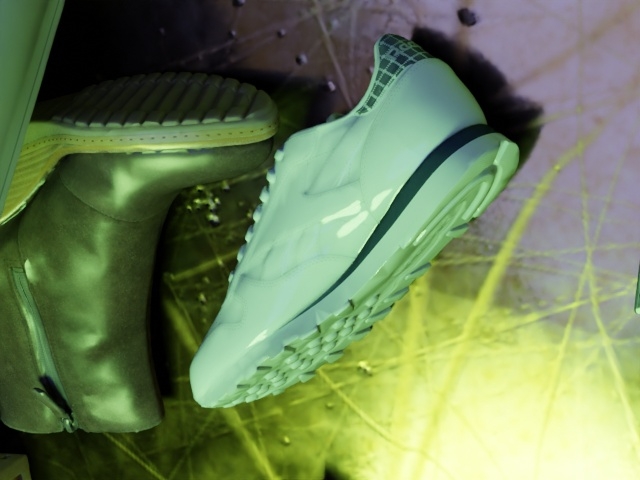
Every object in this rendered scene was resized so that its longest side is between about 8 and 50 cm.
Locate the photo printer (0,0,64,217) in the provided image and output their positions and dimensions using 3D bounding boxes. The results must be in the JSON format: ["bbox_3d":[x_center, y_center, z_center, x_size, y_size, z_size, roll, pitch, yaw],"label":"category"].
[{"bbox_3d":[-0.273,-0.068,0.608,0.256,0.107,0.308,-3,64,28],"label":"photo printer"}]

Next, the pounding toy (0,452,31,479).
[{"bbox_3d":[-0.236,0.200,0.732,0.100,0.130,0.141,-1,105,22],"label":"pounding toy"}]

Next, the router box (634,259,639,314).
[{"bbox_3d":[0.221,-0.046,0.523,0.133,0.046,0.179,8,108,20],"label":"router box"}]

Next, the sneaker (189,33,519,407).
[{"bbox_3d":[0.000,0.000,0.615,0.235,0.090,0.095,-47,73,22],"label":"sneaker"}]

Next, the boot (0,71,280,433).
[{"bbox_3d":[-0.118,0.015,0.672,0.248,0.090,0.207,-5,115,22],"label":"boot"}]
